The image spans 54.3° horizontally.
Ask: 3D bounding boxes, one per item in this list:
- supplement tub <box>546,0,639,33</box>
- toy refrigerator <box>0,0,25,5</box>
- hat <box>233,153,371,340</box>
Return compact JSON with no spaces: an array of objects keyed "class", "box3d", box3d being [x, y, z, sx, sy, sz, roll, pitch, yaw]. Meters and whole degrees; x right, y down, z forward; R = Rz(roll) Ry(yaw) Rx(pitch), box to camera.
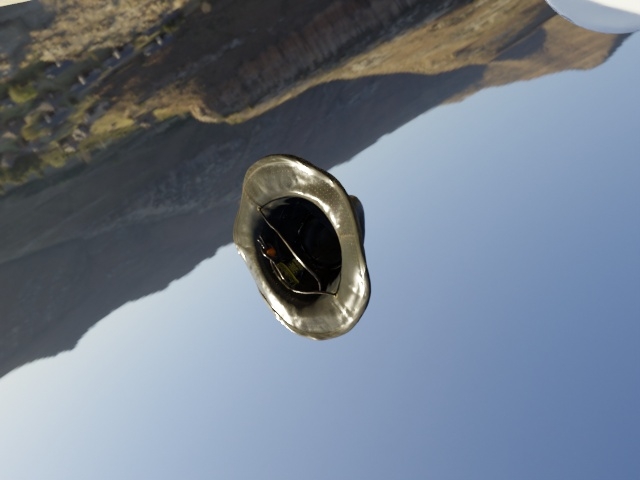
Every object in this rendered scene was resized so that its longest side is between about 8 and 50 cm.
[{"class":"supplement tub","box3d":[0.407,-0.405,0.727,0.325,0.235,0.235,-44,-167,-29]},{"class":"toy refrigerator","box3d":[-0.374,-0.283,0.608,0.269,0.094,0.102,10,-169,37]},{"class":"hat","box3d":[0.000,0.000,1.037,0.134,0.331,0.331,-26,-177,-39]}]
